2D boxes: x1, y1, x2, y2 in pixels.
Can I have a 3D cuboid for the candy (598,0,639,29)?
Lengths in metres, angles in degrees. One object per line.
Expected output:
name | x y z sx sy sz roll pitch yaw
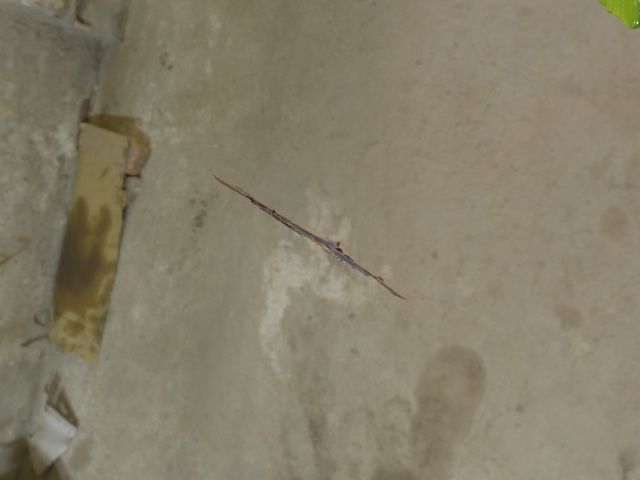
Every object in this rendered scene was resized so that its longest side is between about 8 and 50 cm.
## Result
candy | 0.099 -0.212 0.325 0.069 0.149 0.246 -12 37 5

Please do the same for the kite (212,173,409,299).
kite | 0.000 0.000 0.507 0.010 0.190 0.159 -57 12 -4
